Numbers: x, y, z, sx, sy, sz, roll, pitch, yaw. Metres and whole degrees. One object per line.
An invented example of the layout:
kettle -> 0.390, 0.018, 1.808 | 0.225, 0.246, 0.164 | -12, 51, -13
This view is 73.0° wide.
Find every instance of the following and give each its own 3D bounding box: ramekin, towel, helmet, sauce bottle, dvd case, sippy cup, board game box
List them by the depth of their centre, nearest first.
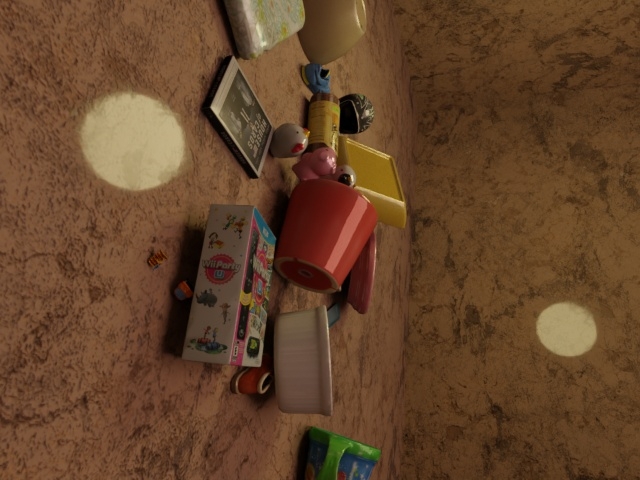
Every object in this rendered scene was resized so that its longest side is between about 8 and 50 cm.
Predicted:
board game box -> -0.176, 0.104, 0.909 | 0.224, 0.097, 0.304 | 71, 23, -72
dvd case -> -0.191, -0.295, 1.062 | 0.239, 0.029, 0.179 | 57, 38, -51
towel -> -0.154, -0.675, 1.112 | 0.375, 0.090, 0.321 | -63, 144, -50
ramekin -> -0.045, 0.312, 1.124 | 0.277, 0.135, 0.278 | 177, -90, -89
sippy cup -> 0.046, 0.721, 1.329 | 0.305, 0.240, 0.224 | 35, 63, -34
sauce bottle -> 0.006, -0.317, 1.450 | 0.111, 0.111, 0.345 | 29, 62, -65
helmet -> 0.132, -0.500, 1.711 | 0.169, 0.161, 0.170 | -2, 90, -68

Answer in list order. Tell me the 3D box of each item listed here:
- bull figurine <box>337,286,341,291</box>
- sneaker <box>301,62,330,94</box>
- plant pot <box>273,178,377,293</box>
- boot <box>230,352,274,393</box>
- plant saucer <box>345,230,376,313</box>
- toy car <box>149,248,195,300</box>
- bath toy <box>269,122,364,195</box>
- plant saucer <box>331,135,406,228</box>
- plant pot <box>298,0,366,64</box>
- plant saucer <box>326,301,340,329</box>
bull figurine -> 0.055, 0.029, 1.516 | 0.311, 0.101, 0.188 | 78, 28, -45
sneaker -> 0.007, -0.554, 1.516 | 0.209, 0.082, 0.069 | 17, 71, -69
plant pot -> 0.000, 0.000, 1.232 | 0.243, 0.274, 0.275 | -67, 148, -27
boot -> -0.141, 0.326, 1.055 | 0.158, 0.084, 0.059 | -36, 119, -66
plant saucer -> 0.152, 0.118, 1.692 | 0.332, 0.084, 0.333 | 7, 90, -90
toy car -> -0.281, 0.068, 0.817 | 0.040, 0.060, 0.122 | -38, 115, -10
bath toy -> 0.002, -0.204, 1.264 | 0.151, 0.129, 0.348 | -49, 125, -3
plant saucer -> 0.172, -0.230, 1.557 | 0.332, 0.081, 0.333 | 15, 50, -30
plant pot -> 0.052, -0.769, 1.501 | 0.284, 0.190, 0.284 | -2, 90, -69
plant saucer -> 0.033, 0.281, 1.584 | 0.192, 0.018, 0.067 | -22, 108, -66
